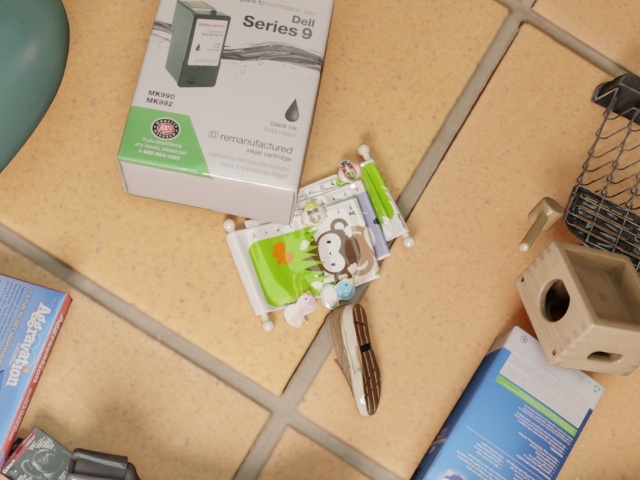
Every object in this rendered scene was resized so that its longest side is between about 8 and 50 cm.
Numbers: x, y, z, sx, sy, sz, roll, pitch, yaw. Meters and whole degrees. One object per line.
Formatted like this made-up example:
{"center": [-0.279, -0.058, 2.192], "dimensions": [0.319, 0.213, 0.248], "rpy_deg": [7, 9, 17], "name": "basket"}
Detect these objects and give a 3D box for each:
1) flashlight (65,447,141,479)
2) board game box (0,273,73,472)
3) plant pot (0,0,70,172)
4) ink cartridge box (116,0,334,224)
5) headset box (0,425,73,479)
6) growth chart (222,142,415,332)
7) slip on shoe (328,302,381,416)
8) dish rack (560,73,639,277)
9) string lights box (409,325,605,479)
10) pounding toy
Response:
{"center": [-0.122, 0.288, 1.008], "dimensions": [0.304, 0.103, 0.103], "rpy_deg": [17, 44, -12], "name": "flashlight"}
{"center": [-0.390, 0.170, 1.029], "dimensions": [0.145, 0.027, 0.281], "rpy_deg": [15, 71, 10], "name": "board game box"}
{"center": [-0.419, -0.209, 1.029], "dimensions": [0.293, 0.293, 0.235], "rpy_deg": [34, 55, 1], "name": "plant pot"}
{"center": [-0.108, -0.187, 1.146], "dimensions": [0.211, 0.121, 0.289], "rpy_deg": [10, 71, -1], "name": "ink cartridge box"}
{"center": [-0.304, 0.248, 1.034], "dimensions": [0.083, 0.032, 0.062], "rpy_deg": [35, 70, 2], "name": "headset box"}
{"center": [0.000, 0.000, 1.174], "dimensions": [0.237, 0.021, 0.172], "rpy_deg": [-28, 79, -15], "name": "growth chart"}
{"center": [0.038, 0.143, 1.129], "dimensions": [0.041, 0.051, 0.135], "rpy_deg": [-14, 85, 30], "name": "slip on shoe"}
{"center": [0.433, -0.077, 1.255], "dimensions": [0.208, 0.074, 0.271], "rpy_deg": [26, 72, 0], "name": "dish rack"}
{"center": [0.209, 0.246, 1.108], "dimensions": [0.133, 0.077, 0.259], "rpy_deg": [36, 70, 2], "name": "string lights box"}
{"center": [0.288, 0.051, 1.142], "dimensions": [0.181, 0.094, 0.206], "rpy_deg": [11, 44, -28], "name": "pounding toy"}
